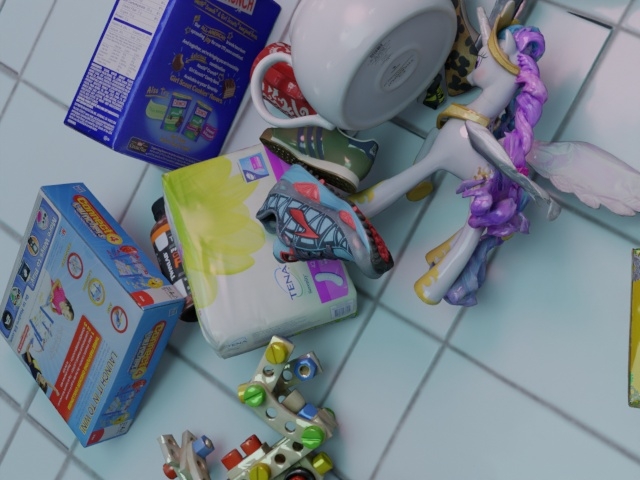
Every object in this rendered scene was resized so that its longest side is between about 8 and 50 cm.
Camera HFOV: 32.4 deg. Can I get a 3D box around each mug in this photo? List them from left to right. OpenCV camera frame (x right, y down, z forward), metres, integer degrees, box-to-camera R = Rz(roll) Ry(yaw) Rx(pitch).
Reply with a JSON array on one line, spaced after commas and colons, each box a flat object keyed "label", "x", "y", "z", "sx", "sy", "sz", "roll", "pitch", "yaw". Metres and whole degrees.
[{"label": "mug", "x": -0.025, "y": -0.240, "z": 1.675, "sx": 0.113, "sy": 0.150, "sz": 0.169, "roll": -46, "pitch": 56, "yaw": -12}]

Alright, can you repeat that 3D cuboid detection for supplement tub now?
[{"label": "supplement tub", "x": -0.207, "y": 0.023, "z": 1.748, "sx": 0.106, "sy": 0.106, "sz": 0.198, "roll": -31, "pitch": 68, "yaw": 21}]

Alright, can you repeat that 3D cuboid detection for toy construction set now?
[{"label": "toy construction set", "x": -0.107, "y": 0.301, "z": 1.618, "sx": 0.327, "sy": 0.151, "sz": 0.215, "roll": -38, "pitch": 90, "yaw": 27}]

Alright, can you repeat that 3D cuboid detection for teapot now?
[{"label": "teapot", "x": 0.045, "y": -0.284, "z": 1.506, "sx": 0.187, "sy": 0.256, "sz": 0.252, "roll": 46, "pitch": 147, "yaw": 23}]

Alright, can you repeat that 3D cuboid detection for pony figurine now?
[{"label": "pony figurine", "x": 0.230, "y": -0.091, "z": 1.457, "sx": 0.363, "sy": 0.302, "sz": 0.351, "roll": -56, "pitch": 51, "yaw": 27}]

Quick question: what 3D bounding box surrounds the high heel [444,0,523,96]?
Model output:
[{"label": "high heel", "x": 0.146, "y": -0.336, "z": 1.588, "sx": 0.261, "sy": 0.093, "sz": 0.186, "roll": 31, "pitch": 110, "yaw": 11}]

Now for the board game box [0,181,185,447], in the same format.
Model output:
[{"label": "board game box", "x": -0.384, "y": 0.118, "z": 1.783, "sx": 0.302, "sy": 0.086, "sz": 0.308, "roll": 45, "pitch": 125, "yaw": 27}]

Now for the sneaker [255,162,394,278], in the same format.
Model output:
[{"label": "sneaker", "x": 0.000, "y": 0.000, "z": 1.514, "sx": 0.125, "sy": 0.104, "sz": 0.262, "roll": -43, "pitch": 39, "yaw": -4}]

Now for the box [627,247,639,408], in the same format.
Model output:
[{"label": "box", "x": 0.516, "y": 0.111, "z": 1.224, "sx": 0.279, "sy": 0.290, "sz": 0.177, "roll": -1, "pitch": 81, "yaw": 30}]

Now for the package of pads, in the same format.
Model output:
[{"label": "package of pads", "x": -0.098, "y": 0.008, "z": 1.642, "sx": 0.229, "sy": 0.101, "sz": 0.297, "roll": -19, "pitch": 69, "yaw": -7}]

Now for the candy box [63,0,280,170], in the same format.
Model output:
[{"label": "candy box", "x": -0.222, "y": -0.278, "z": 1.714, "sx": 0.122, "sy": 0.268, "sz": 0.317, "roll": 27, "pitch": 94, "yaw": 26}]

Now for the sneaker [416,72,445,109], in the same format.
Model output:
[{"label": "sneaker", "x": 0.168, "y": -0.218, "z": 1.603, "sx": 0.035, "sy": 0.083, "sz": 0.031, "roll": 32, "pitch": 72, "yaw": 2}]

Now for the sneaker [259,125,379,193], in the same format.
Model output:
[{"label": "sneaker", "x": 0.004, "y": -0.138, "z": 1.590, "sx": 0.192, "sy": 0.064, "sz": 0.086, "roll": 29, "pitch": 76, "yaw": 37}]
